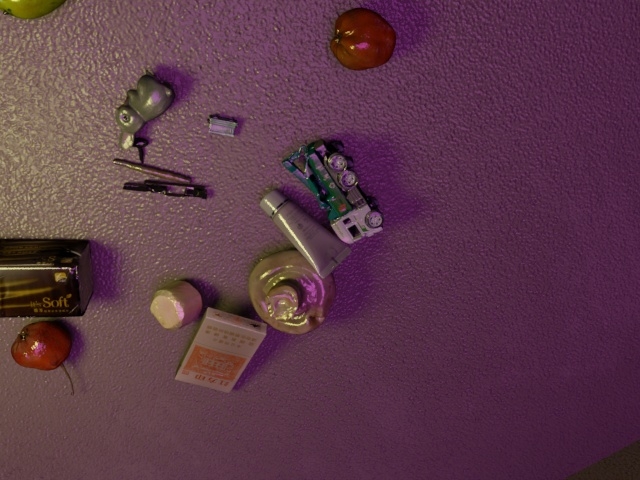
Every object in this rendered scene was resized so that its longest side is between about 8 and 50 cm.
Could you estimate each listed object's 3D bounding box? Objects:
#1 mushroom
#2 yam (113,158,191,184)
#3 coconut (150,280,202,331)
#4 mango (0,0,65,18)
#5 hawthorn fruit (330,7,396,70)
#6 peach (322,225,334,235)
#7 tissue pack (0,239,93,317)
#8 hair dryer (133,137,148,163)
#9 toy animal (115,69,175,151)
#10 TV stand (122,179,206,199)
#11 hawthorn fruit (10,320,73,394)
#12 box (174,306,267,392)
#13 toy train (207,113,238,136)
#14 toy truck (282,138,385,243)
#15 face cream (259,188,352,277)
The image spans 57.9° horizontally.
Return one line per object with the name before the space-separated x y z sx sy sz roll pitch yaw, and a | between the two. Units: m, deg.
mushroom | -0.099 0.183 1.830 0.293 0.290 0.292 2 107 8
yam | -0.511 -0.208 1.761 0.235 0.027 0.029 14 111 -14
coconut | -0.456 0.206 1.863 0.147 0.153 0.146 7 108 21
mango | -0.717 -0.693 1.487 0.293 0.143 0.175 -46 105 -3
hawthorn fruit | 0.124 -0.573 1.664 0.190 0.189 0.189 -3 111 -9
peach | 0.000 -0.001 1.895 0.101 0.100 0.100 -3 111 -9
tissue pack | -0.889 0.116 1.723 0.371 0.210 0.198 0 116 -12
hair dryer | -0.553 -0.267 1.735 0.079 0.031 0.083 0 119 1
toy animal | -0.515 -0.366 1.644 0.236 0.138 0.108 -51 139 0
TV stand | -0.475 -0.157 1.781 0.250 0.036 0.042 5 110 -12
hawthorn fruit | -0.851 0.383 1.861 0.165 0.165 0.285 -30 118 2
box | -0.337 0.373 1.926 0.205 0.051 0.365 19 130 -17
toy train | -0.296 -0.345 1.744 0.093 0.038 0.056 9 115 -14
toy truck | 0.054 -0.160 1.814 0.178 0.176 0.363 -33 112 13
face cream | -0.055 -0.033 1.810 0.314 0.089 0.143 43 61 7
